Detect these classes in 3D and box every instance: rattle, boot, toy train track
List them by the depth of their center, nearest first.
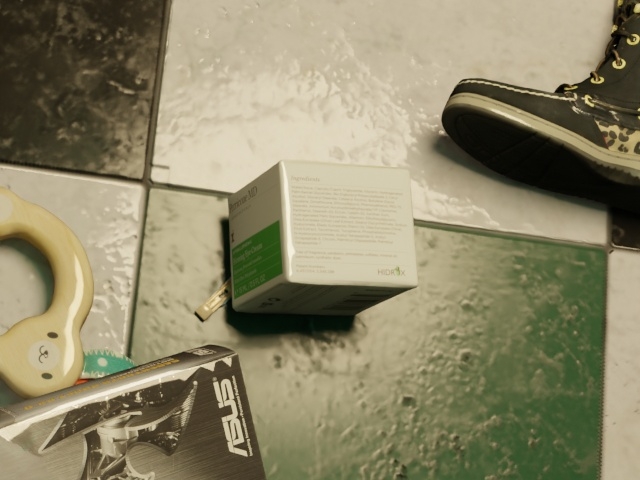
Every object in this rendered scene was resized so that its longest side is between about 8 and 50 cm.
[{"bbox_3d":[-0.185,0.042,0.981,0.130,0.143,0.199,-30,76,-36],"label":"rattle"},{"bbox_3d":[-0.056,0.026,1.073,0.083,0.014,0.048,-43,87,-18],"label":"toy train track"},{"bbox_3d":[0.213,-0.125,1.132,0.236,0.085,0.178,17,70,-13],"label":"boot"}]

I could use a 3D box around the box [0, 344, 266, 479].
[{"bbox_3d":[-0.118,0.200,0.938,0.183,0.056,0.231,-15,99,-25],"label":"box"}]

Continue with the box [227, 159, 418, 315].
[{"bbox_3d":[0.000,0.000,1.036,0.102,0.101,0.087,4,75,-25],"label":"box"}]
